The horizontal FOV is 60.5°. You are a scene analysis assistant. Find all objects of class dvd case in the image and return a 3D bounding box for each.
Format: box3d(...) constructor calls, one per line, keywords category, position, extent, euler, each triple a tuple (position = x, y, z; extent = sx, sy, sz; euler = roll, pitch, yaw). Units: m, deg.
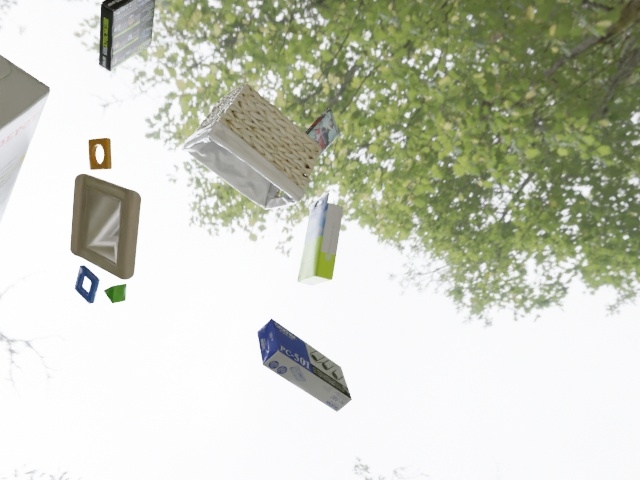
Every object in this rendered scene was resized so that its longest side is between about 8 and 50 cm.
box3d(category="dvd case", position=(-0.006, -0.228, 1.230), extent=(0.013, 0.087, 0.119), euler=(29, -110, 29))

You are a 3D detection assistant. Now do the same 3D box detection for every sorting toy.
box3d(category="sorting toy", position=(-0.431, -0.034, 1.119), extent=(0.195, 0.047, 0.348), euler=(17, -75, 32))

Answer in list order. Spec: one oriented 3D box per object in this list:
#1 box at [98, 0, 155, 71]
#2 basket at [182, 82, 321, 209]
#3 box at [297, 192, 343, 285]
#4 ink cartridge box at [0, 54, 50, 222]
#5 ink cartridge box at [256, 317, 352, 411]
box3d(category="box", position=(-0.505, -0.566, 1.441), extent=(0.045, 0.184, 0.191), euler=(31, -131, -1))
box3d(category="basket", position=(-0.096, -0.135, 0.808), extent=(0.167, 0.113, 0.103), euler=(36, -111, -27))
box3d(category="box", position=(0.000, 0.000, 1.158), extent=(0.042, 0.109, 0.179), euler=(15, -106, -20))
box3d(category="ink cartridge box", position=(-0.463, -0.087, 0.588), extent=(0.197, 0.270, 0.198), euler=(35, -142, -15))
box3d(category="ink cartridge box", position=(-0.030, 0.243, 1.062), extent=(0.046, 0.097, 0.207), euler=(-43, -61, 12))
